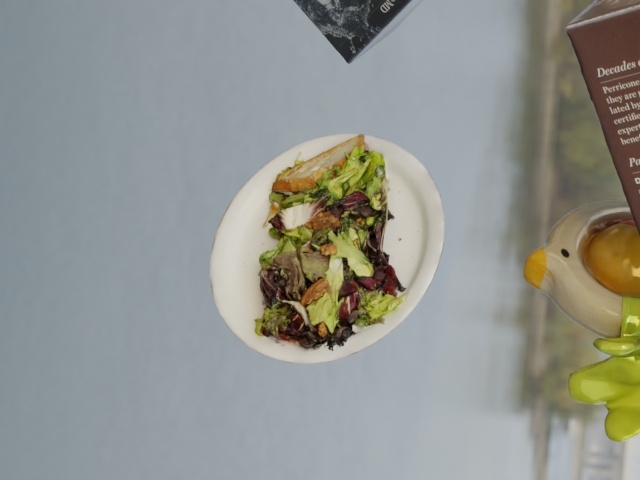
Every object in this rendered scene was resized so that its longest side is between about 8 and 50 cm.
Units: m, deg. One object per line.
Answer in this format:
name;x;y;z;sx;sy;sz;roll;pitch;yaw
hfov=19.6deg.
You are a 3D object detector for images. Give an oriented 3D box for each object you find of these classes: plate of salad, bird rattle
plate of salad;0.000;0.000;1.449;0.048;0.200;0.200;50;44;-56
bird rattle;0.287;0.030;1.521;0.253;0.207;0.143;-38;151;-31

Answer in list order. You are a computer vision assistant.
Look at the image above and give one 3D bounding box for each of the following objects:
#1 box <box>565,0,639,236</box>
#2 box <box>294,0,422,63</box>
box;0.318;-0.115;1.422;0.168;0.167;0.203;-41;112;-55
box;0.039;-0.285;1.796;0.093;0.158;0.156;-41;179;-39
